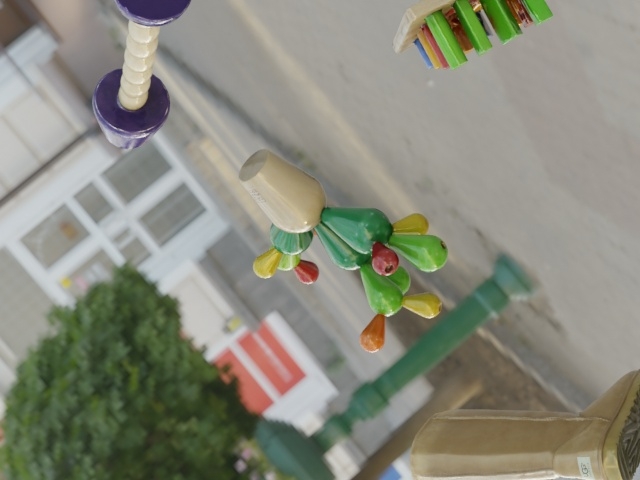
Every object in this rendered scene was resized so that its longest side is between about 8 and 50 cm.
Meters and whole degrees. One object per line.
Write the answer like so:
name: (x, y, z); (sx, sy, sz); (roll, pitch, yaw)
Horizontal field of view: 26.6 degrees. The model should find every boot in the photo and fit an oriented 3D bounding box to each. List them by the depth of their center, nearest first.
boot: (0.276, 0.230, 1.699); (0.269, 0.236, 0.089); (-5, 105, 32)

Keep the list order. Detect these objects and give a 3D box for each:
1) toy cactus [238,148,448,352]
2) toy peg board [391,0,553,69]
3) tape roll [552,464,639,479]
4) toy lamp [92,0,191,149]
toy cactus: (0.000, 0.000, 1.101); (0.180, 0.112, 0.219); (41, 167, -29)
toy peg board: (0.175, -0.241, 1.516); (0.079, 0.161, 0.160); (62, 175, 4)
tape roll: (0.414, 0.384, 1.890); (0.072, 0.219, 0.219); (26, -173, -30)
toy lamp: (-0.169, -0.165, 1.261); (0.080, 0.080, 0.275); (49, 155, 9)
